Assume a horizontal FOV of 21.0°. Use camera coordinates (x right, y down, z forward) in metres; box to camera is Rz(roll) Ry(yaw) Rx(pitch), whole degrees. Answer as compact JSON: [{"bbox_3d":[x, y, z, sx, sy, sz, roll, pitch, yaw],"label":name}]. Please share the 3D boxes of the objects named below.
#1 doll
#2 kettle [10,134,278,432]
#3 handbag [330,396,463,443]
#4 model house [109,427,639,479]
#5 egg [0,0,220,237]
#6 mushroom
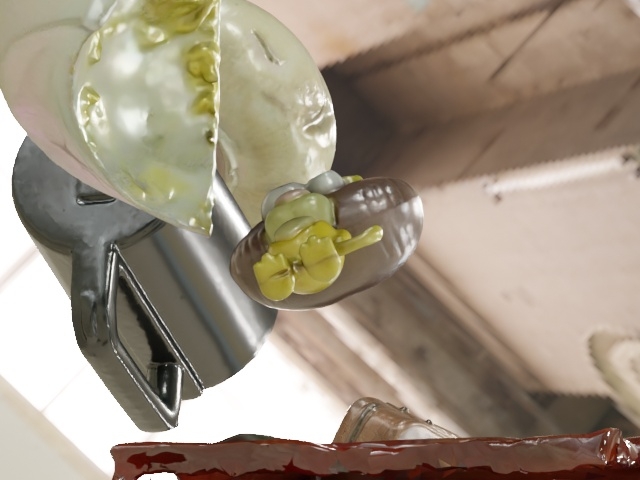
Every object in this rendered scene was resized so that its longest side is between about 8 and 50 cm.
[{"bbox_3d":[0.008,-0.004,1.216,0.096,0.145,0.188,62,-10,-1],"label":"doll"},{"bbox_3d":[-0.184,0.025,1.668,0.203,0.262,0.308,23,-19,22],"label":"kettle"},{"bbox_3d":[0.081,0.235,1.531,0.072,0.151,0.193,21,-7,45],"label":"handbag"},{"bbox_3d":[0.034,0.190,0.600,0.196,0.254,0.160,-4,-12,24],"label":"model house"},{"bbox_3d":[-0.149,-0.146,1.180,0.162,0.206,0.271,2,-45,-3],"label":"egg"},{"bbox_3d":[-0.166,-0.123,1.978,0.315,0.356,0.315,158,-90,-86],"label":"mushroom"}]
